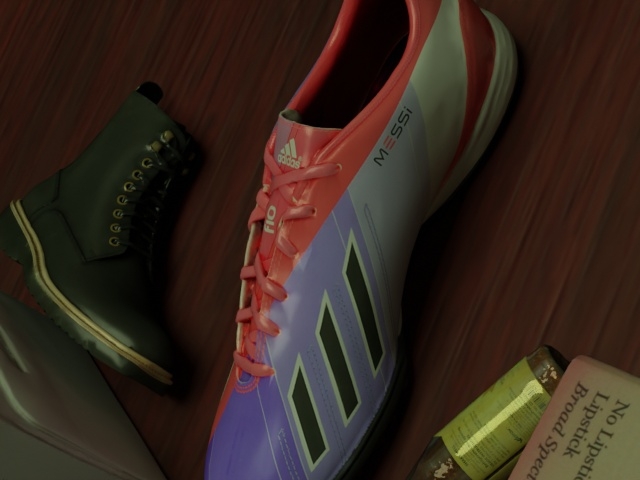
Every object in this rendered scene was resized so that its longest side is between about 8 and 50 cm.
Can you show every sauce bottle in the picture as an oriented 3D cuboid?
[{"bbox_3d":[0.074,0.104,0.892,0.128,0.042,0.042,-41,47,12],"label":"sauce bottle"}]

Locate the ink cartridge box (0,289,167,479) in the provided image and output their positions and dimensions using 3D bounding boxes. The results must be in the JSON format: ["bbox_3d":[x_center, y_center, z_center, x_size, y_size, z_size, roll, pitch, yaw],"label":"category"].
[{"bbox_3d":[-0.235,0.150,1.031,0.232,0.168,0.171,-48,46,8],"label":"ink cartridge box"}]

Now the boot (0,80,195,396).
[{"bbox_3d":[-0.110,-0.009,1.091,0.137,0.077,0.198,-47,47,1],"label":"boot"}]

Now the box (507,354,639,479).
[{"bbox_3d":[0.181,0.162,0.712,0.232,0.127,0.148,22,81,45],"label":"box"}]

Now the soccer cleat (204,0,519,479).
[{"bbox_3d":[0.000,0.000,0.959,0.109,0.116,0.318,13,75,43],"label":"soccer cleat"}]
